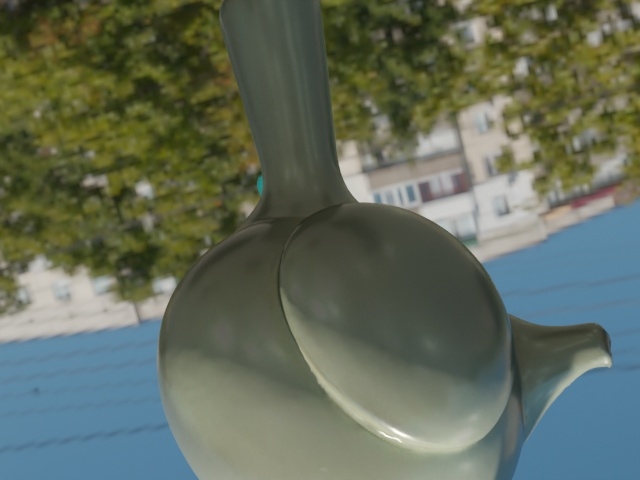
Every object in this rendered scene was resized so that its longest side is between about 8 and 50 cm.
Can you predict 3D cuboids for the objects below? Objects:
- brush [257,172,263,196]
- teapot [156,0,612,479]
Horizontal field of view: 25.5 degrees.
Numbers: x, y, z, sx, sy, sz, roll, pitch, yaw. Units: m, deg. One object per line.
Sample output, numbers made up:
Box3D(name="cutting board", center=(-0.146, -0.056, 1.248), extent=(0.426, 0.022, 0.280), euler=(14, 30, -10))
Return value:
Box3D(name="brush", center=(0.000, 0.000, 1.055), extent=(0.043, 0.193, 0.032), euler=(-3, -128, 23))
Box3D(name="teapot", center=(-0.007, 0.020, 0.760), extent=(0.220, 0.318, 0.149), euler=(-31, 167, -48))
